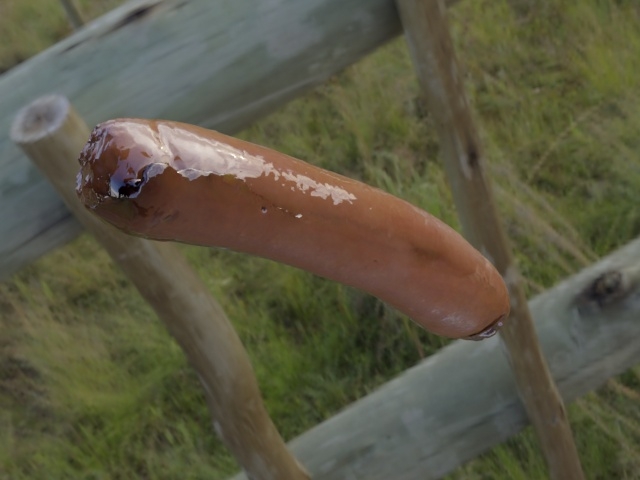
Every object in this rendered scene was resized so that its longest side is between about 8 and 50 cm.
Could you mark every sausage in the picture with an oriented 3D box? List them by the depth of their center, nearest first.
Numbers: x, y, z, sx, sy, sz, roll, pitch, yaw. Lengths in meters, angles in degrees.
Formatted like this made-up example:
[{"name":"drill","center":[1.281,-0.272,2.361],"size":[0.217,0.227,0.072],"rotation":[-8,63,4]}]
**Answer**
[{"name":"sausage","center":[-0.001,-0.001,0.404],"size":[0.047,0.176,0.040],"rotation":[-62,35,13]}]
